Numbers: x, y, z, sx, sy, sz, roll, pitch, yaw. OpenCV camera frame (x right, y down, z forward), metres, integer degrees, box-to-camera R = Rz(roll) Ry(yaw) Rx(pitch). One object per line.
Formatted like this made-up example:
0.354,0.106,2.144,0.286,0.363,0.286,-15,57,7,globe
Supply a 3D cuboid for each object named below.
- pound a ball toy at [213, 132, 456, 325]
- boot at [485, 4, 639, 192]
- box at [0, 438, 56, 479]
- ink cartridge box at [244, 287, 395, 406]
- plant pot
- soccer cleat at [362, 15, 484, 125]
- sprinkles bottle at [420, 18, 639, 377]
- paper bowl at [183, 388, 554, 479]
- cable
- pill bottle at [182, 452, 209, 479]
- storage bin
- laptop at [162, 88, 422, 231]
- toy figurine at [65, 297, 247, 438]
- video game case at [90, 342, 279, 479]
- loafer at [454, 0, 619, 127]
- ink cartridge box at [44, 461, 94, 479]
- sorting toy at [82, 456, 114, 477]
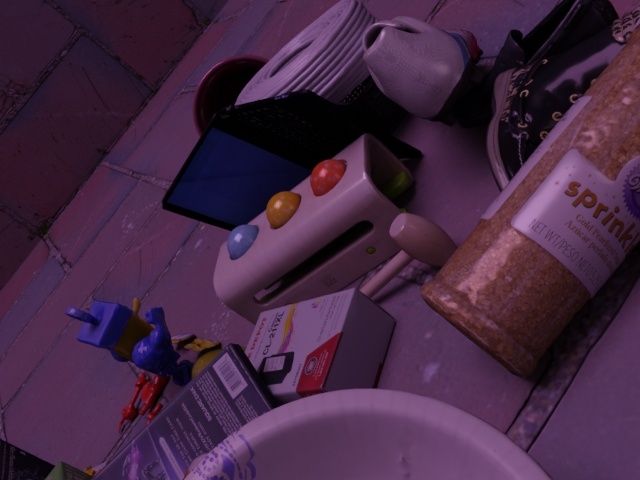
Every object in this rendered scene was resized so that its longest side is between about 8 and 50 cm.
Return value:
0.000,0.000,0.931,0.319,0.135,0.208,-35,30,29,pound a ball toy
0.265,-0.131,0.748,0.178,0.085,0.236,-26,36,35,boot
-0.447,0.393,1.090,0.093,0.158,0.156,-51,27,1,box
-0.015,0.138,0.844,0.175,0.072,0.127,-19,41,46,ink cartridge box
-0.142,-0.259,1.451,0.201,0.201,0.180,-47,11,7,plant pot
0.126,-0.236,0.940,0.116,0.143,0.331,-56,3,18,soccer cleat
0.241,-0.052,0.640,0.355,0.121,0.121,-51,26,0,sprinkles bottle
0.032,0.250,0.465,0.284,0.148,0.284,-8,52,10,paper bowl
-0.018,-0.253,1.114,0.257,0.089,0.257,-50,22,-20,cable
-0.090,0.333,0.605,0.162,0.162,0.278,-11,48,52,pill bottle
0.073,-0.241,1.187,0.122,0.084,0.180,-53,26,-5,storage bin
-0.040,-0.085,1.014,0.264,0.234,0.137,-1,76,44,laptop
-0.266,0.171,1.034,0.362,0.217,0.191,0,55,58,toy figurine
-0.137,0.274,0.796,0.274,0.026,0.196,-45,61,12,video game case
0.246,-0.220,0.893,0.223,0.078,0.076,-35,29,31,loafer
-0.327,0.437,0.896,0.198,0.115,0.273,-51,26,-1,ink cartridge box
-0.336,0.358,1.110,0.075,0.045,0.083,-33,25,-8,sorting toy
